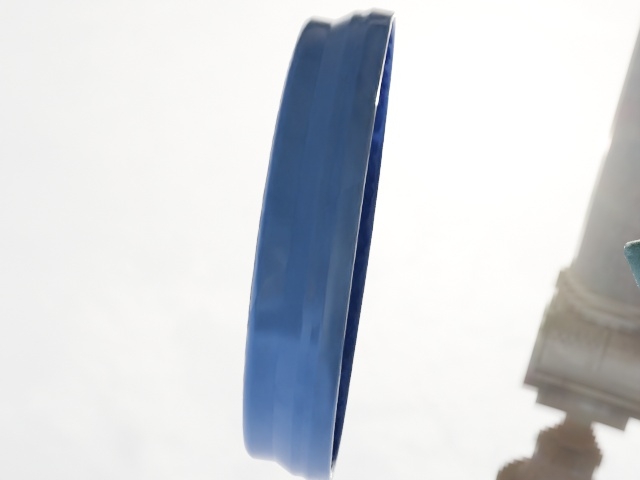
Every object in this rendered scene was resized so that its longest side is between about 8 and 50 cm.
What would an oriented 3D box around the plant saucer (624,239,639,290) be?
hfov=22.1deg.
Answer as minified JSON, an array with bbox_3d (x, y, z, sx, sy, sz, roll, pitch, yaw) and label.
[{"bbox_3d":[0.191,0.077,0.680,0.067,0.018,0.192,-12,-112,-15],"label":"plant saucer"}]

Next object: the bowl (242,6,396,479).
[{"bbox_3d":[0.000,0.000,1.350,0.077,0.391,0.391,8,-148,3],"label":"bowl"}]
